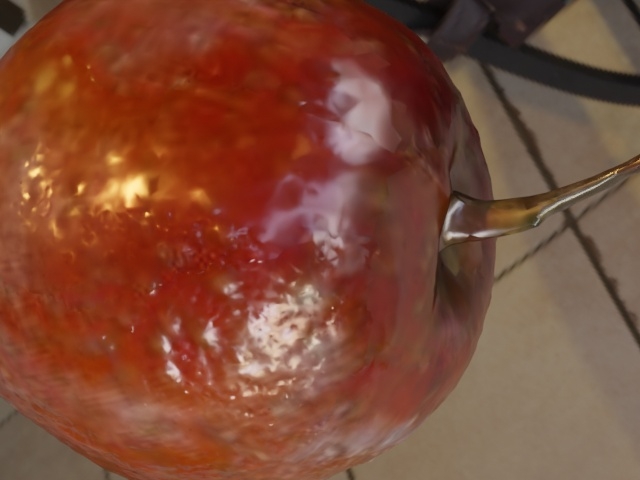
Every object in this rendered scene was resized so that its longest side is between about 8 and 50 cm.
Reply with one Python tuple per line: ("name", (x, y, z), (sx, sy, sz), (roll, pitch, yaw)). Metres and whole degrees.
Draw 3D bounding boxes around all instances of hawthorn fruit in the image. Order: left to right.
("hawthorn fruit", (-0.038, 0.001, 0.537), (0.263, 0.231, 0.235), (37, 109, 63))
